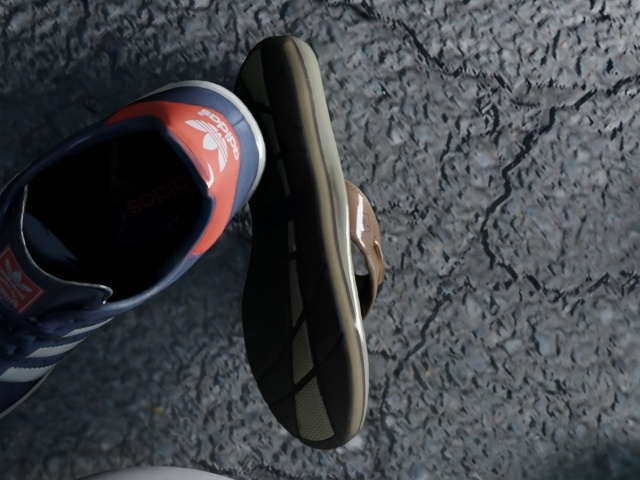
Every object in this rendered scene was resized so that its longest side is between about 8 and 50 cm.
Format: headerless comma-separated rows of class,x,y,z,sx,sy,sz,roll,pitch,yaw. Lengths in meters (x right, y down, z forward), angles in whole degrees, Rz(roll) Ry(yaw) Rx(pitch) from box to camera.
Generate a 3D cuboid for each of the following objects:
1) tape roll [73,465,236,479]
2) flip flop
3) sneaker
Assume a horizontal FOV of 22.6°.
tape roll,-0.103,0.337,1.004,0.392,0.072,0.392,2,96,22
flip flop,0.000,0.000,1.073,0.080,0.112,0.277,-2,81,-38
sneaker,-0.191,0.025,1.010,0.350,0.148,0.131,-41,95,11
